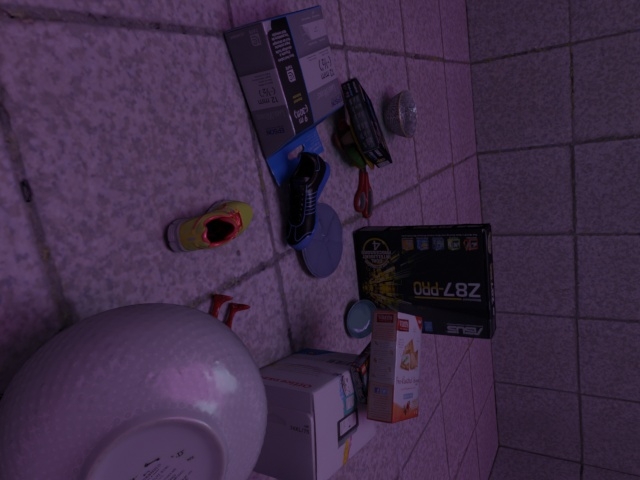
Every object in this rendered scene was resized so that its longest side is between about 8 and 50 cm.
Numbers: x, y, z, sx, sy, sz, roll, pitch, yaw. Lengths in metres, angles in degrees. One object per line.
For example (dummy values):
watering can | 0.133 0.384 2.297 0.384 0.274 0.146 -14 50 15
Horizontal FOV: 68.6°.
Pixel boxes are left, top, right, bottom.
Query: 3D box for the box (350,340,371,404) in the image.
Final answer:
box | 0.116 0.290 1.061 0.137 0.027 0.093 -34 115 -54

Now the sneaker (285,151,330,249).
sneaker | -0.047 -0.096 1.110 0.090 0.082 0.232 22 80 -57

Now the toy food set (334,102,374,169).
toy food set | 0.086 -0.285 1.362 0.218 0.071 0.128 53 24 -43

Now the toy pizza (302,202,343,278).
toy pizza | 0.000 0.000 1.247 0.201 0.032 0.201 1 88 -57

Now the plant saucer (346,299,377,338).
plant saucer | 0.121 0.236 1.416 0.119 0.021 0.119 -4 98 -34

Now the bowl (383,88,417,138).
bowl | 0.273 -0.436 1.641 0.170 0.080 0.170 0 90 -57

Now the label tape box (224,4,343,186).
label tape box | -0.053 -0.335 1.090 0.249 0.115 0.347 -47 126 -48

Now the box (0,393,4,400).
box | -0.454 0.267 0.506 0.184 0.045 0.190 27 68 -54

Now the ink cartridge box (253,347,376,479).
ink cartridge box | -0.023 0.377 1.049 0.270 0.198 0.197 -5 94 -58

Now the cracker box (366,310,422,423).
cracker box | 0.171 0.281 1.060 0.156 0.067 0.232 22 69 -56

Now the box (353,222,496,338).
box | 0.305 0.114 1.393 0.097 0.395 0.318 -26 113 -57

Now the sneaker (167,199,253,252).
sneaker | -0.184 -0.026 0.894 0.208 0.094 0.081 -37 119 -54

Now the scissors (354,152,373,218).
scissors | 0.140 -0.220 1.489 0.109 0.021 0.296 9 81 -55

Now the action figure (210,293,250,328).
action figure | -0.176 0.247 0.872 0.091 0.139 0.280 39 60 -49

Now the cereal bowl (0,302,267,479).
cereal bowl | -0.215 0.255 0.585 0.339 0.141 0.338 -7 104 -29

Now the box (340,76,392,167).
box | 0.136 -0.334 1.357 0.175 0.051 0.220 16 56 -68
